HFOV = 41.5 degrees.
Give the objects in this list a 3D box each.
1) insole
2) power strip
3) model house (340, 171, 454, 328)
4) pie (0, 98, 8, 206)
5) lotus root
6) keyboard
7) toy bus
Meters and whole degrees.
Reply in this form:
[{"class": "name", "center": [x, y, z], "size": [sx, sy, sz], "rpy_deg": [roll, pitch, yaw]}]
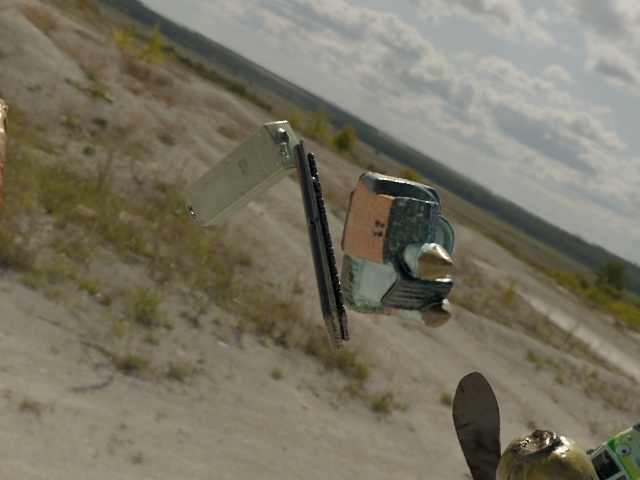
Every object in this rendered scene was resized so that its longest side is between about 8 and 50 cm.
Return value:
[{"class": "insole", "center": [0.264, 0.336, 1.376], "size": [0.005, 0.086, 0.253], "rpy_deg": [31, 42, -45]}, {"class": "power strip", "center": [-0.123, -0.099, 1.319], "size": [0.052, 0.272, 0.078], "rpy_deg": [-17, 80, -43]}, {"class": "model house", "center": [0.165, 0.031, 1.435], "size": [0.184, 0.253, 0.291], "rpy_deg": [10, 6, -22]}, {"class": "pie", "center": [-0.357, -0.007, 0.821], "size": [0.092, 0.315, 0.315], "rpy_deg": [11, 14, -22]}, {"class": "lotus root", "center": [0.325, 0.400, 1.181], "size": [0.154, 0.278, 0.154], "rpy_deg": [-7, 8, 1]}, {"class": "keyboard", "center": [0.000, 0.000, 0.915], "size": [0.094, 0.025, 0.230], "rpy_deg": [80, -1, -58]}, {"class": "toy bus", "center": [0.559, 0.452, 1.563], "size": [0.134, 0.164, 0.276], "rpy_deg": [63, -1, 31]}]
